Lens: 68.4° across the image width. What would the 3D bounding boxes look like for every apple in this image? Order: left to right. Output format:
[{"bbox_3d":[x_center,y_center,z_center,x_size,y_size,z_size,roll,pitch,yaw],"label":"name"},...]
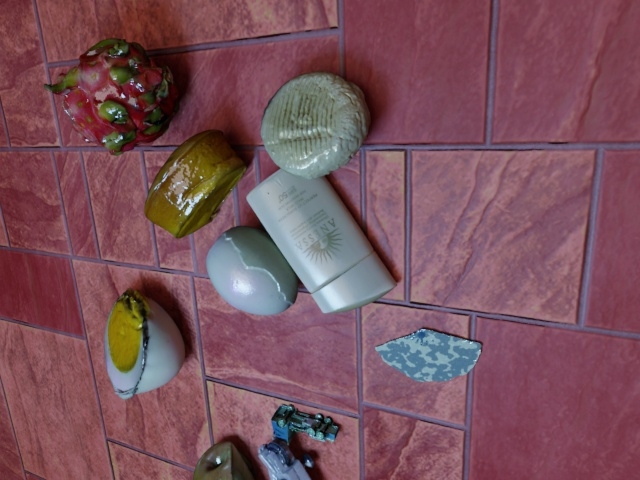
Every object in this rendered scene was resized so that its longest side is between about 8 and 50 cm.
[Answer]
[{"bbox_3d":[-0.272,0.689,1.331,0.188,0.173,0.207,56,167,-20],"label":"apple"}]

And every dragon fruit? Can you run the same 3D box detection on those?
[{"bbox_3d":[-0.462,-0.321,1.083,0.302,0.237,0.231,-19,117,46],"label":"dragon fruit"}]

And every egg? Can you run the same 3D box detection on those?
[{"bbox_3d":[-0.487,0.284,1.327,0.264,0.174,0.286,-48,58,29],"label":"egg"},{"bbox_3d":[-0.146,0.076,1.075,0.217,0.183,0.183,36,118,16],"label":"egg"}]

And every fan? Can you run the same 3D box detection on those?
[{"bbox_3d":[0.235,0.254,1.038,0.240,0.009,0.131,-8,102,28],"label":"fan"}]

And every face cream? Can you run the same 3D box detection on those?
[{"bbox_3d":[0.000,0.000,1.024,0.173,0.081,0.349,-34,88,5],"label":"face cream"}]

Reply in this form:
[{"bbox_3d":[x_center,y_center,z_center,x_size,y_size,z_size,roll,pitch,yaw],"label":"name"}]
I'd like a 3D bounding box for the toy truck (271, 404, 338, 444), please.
[{"bbox_3d":[-0.039,0.490,1.220,0.175,0.067,0.081,7,114,21],"label":"toy truck"}]

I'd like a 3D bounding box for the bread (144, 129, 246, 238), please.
[{"bbox_3d":[-0.291,-0.129,1.082,0.142,0.195,0.270,45,115,0],"label":"bread"}]

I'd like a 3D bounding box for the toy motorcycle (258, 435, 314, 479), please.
[{"bbox_3d":[-0.086,0.650,1.260,0.171,0.110,0.260,-30,93,48],"label":"toy motorcycle"}]

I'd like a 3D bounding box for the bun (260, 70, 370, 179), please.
[{"bbox_3d":[-0.003,-0.226,0.940,0.220,0.134,0.221,-5,75,20],"label":"bun"}]
